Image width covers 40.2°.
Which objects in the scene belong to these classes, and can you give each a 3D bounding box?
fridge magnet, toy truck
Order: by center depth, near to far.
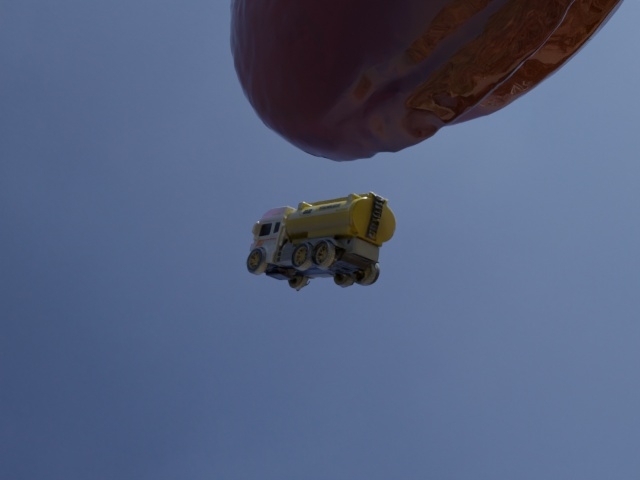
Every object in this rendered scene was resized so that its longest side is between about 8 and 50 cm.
[{"bbox_3d":[0.069,-0.217,0.522,0.155,0.363,0.364,20,-78,-31],"label":"fridge magnet"},{"bbox_3d":[0.000,0.000,1.197,0.098,0.226,0.114,23,-109,-37],"label":"toy truck"}]
